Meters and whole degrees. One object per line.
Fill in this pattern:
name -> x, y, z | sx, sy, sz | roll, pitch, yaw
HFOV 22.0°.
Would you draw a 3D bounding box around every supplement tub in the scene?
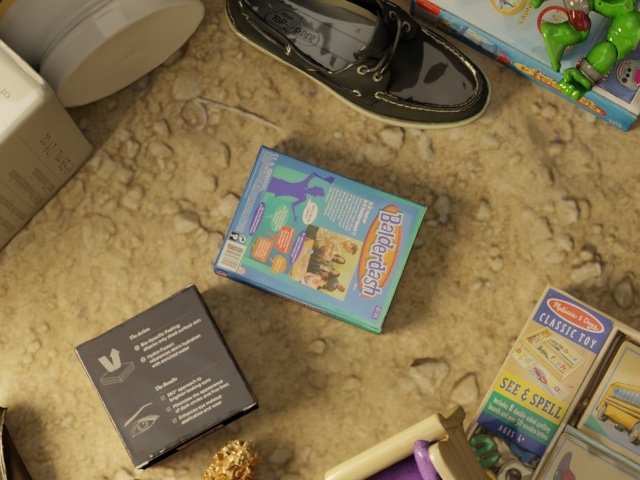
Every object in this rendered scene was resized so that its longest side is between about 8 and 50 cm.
supplement tub -> -0.307, -0.345, 1.894 | 0.241, 0.241, 0.331 | -34, 82, -5

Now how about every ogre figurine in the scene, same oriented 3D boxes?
ogre figurine -> 0.300, -0.268, 1.863 | 0.118, 0.097, 0.197 | -17, 70, 9

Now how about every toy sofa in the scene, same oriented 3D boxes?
toy sofa -> 0.154, 0.373, 1.774 | 0.150, 0.177, 0.362 | -29, 88, 17

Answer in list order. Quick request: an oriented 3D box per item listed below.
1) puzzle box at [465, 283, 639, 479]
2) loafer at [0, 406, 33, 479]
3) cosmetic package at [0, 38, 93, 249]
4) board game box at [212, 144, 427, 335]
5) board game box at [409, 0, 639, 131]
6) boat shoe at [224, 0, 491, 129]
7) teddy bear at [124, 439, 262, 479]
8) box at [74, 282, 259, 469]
puzzle box -> 0.372, 0.261, 1.862 | 0.409, 0.052, 0.272 | 28, 83, 11
loafer -> -0.356, 0.289, 1.883 | 0.078, 0.080, 0.220 | -5, 86, -10
cosmetic package -> -0.516, -0.095, 1.812 | 0.327, 0.329, 0.394 | 42, 84, 6
board game box -> 0.000, 0.000, 1.933 | 0.210, 0.047, 0.160 | 21, 81, 4
board game box -> 0.310, -0.336, 1.965 | 0.302, 0.086, 0.308 | 30, 82, 5
boat shoe -> 0.044, -0.235, 1.937 | 0.340, 0.113, 0.127 | 29, 82, 5
teddy bear -> -0.092, 0.354, 1.847 | 0.338, 0.113, 0.245 | 27, 80, 5
box -> -0.173, 0.157, 1.887 | 0.156, 0.093, 0.158 | -28, 83, -4
